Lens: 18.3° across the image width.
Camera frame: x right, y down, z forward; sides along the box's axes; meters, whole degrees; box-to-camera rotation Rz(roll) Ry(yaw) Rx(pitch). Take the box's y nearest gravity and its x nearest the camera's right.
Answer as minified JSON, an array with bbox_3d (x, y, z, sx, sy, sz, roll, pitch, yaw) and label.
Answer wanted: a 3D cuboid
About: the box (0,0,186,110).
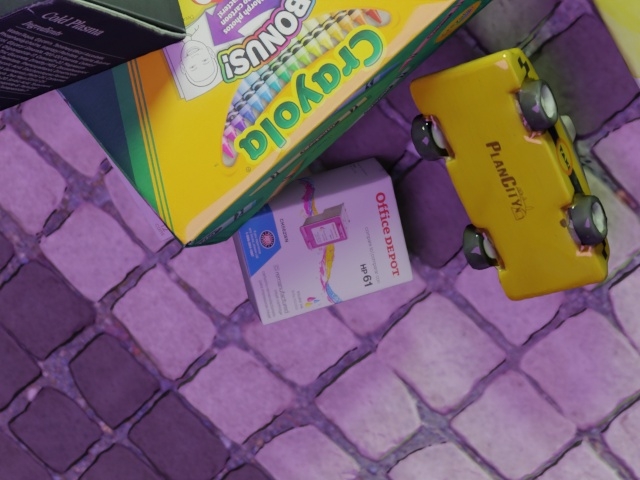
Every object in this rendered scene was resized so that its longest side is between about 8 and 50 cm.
[{"bbox_3d":[-0.299,-0.253,1.355,0.313,0.179,0.343,-19,80,22],"label":"box"}]

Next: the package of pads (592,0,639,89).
[{"bbox_3d":[0.300,-0.226,1.259,0.297,0.101,0.229,-23,103,31],"label":"package of pads"}]

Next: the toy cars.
[{"bbox_3d":[0.233,-0.007,1.406,0.394,0.087,0.176,29,127,3],"label":"toy cars"}]

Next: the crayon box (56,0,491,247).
[{"bbox_3d":[-0.035,-0.145,1.385,0.278,0.081,0.165,-42,80,15],"label":"crayon box"}]

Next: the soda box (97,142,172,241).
[{"bbox_3d":[-0.139,-0.113,1.514,0.074,0.069,0.216,-26,102,30],"label":"soda box"}]

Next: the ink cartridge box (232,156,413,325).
[{"bbox_3d":[0.000,0.000,1.487,0.122,0.052,0.088,-17,112,-9],"label":"ink cartridge box"}]
